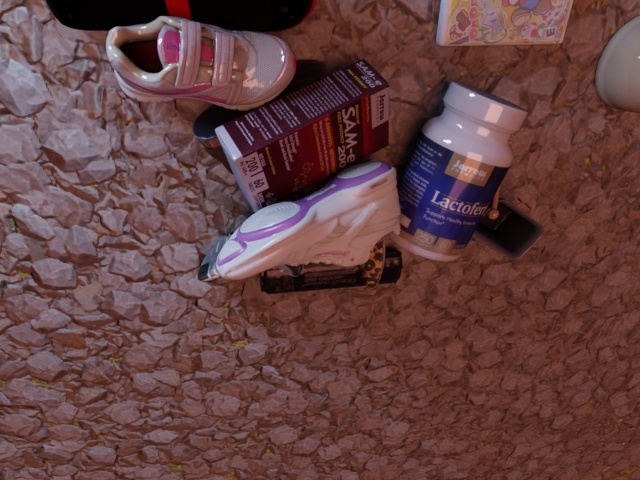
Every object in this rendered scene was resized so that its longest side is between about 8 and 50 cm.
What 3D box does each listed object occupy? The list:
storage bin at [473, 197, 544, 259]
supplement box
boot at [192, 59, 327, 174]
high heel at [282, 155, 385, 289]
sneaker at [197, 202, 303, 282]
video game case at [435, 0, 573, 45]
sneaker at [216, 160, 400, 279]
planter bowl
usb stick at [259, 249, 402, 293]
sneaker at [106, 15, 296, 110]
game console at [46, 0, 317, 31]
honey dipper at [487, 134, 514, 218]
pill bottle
[{"bbox_3d":[0.332,-0.044,0.863,0.135,0.091,0.098,26,113,-25],"label":"storage bin"},{"bbox_3d":[-0.017,-0.150,0.681,0.240,0.073,0.130,-29,150,-9],"label":"supplement box"},{"bbox_3d":[-0.081,-0.190,0.718,0.219,0.082,0.106,-30,150,-5],"label":"boot"},{"bbox_3d":[0.010,-0.017,0.808,0.187,0.093,0.260,-14,108,-9],"label":"high heel"},{"bbox_3d":[-0.103,0.039,0.806,0.229,0.086,0.132,-31,125,32],"label":"sneaker"},{"bbox_3d":[0.282,-0.404,0.669,0.207,0.026,0.226,-5,122,-8],"label":"video game case"},{"bbox_3d":[0.000,0.000,0.687,0.305,0.114,0.152,-27,117,-16],"label":"sneaker"},{"bbox_3d":[0.558,-0.279,0.753,0.162,0.109,0.161,-5,122,-8],"label":"planter bowl"},{"bbox_3d":[0.023,0.060,0.893,0.279,0.045,0.077,-5,126,-9],"label":"usb stick"},{"bbox_3d":[-0.159,-0.229,0.602,0.253,0.111,0.102,-3,93,1],"label":"sneaker"},{"bbox_3d":[-0.158,-0.365,0.462,0.343,0.060,0.386,-2,161,-6],"label":"game console"},{"bbox_3d":[0.307,-0.110,0.792,0.031,0.030,0.160,23,70,-23],"label":"honey dipper"},{"bbox_3d":[0.216,-0.110,0.762,0.153,0.153,0.264,11,118,-17],"label":"pill bottle"}]
